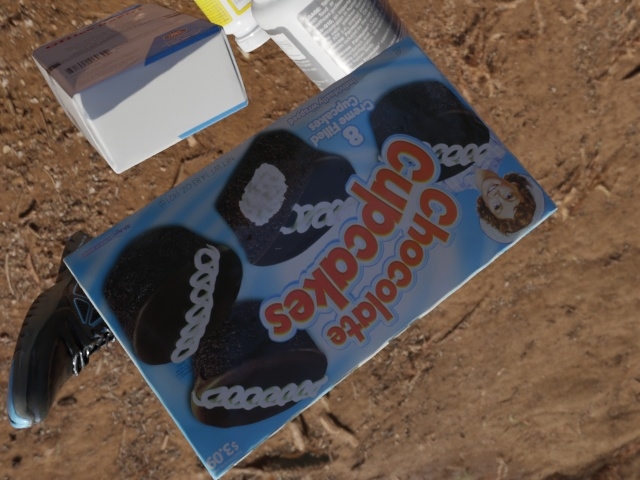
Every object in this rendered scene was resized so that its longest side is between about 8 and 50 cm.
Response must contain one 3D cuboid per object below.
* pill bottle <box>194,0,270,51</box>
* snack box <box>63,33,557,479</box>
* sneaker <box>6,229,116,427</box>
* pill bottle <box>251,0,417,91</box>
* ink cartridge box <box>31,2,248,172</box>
[{"bbox_3d":[-0.261,-0.701,1.596,0.188,0.188,0.334,-43,122,-4],"label":"pill bottle"},{"bbox_3d":[0.000,0.000,0.448,0.322,0.187,0.060,-36,172,-13],"label":"snack box"},{"bbox_3d":[-0.357,0.123,0.868,0.140,0.341,0.125,20,133,-15],"label":"sneaker"},{"bbox_3d":[0.005,-0.420,1.059,0.204,0.204,0.361,-49,128,3],"label":"pill bottle"},{"bbox_3d":[-0.178,-0.158,0.555,0.139,0.191,0.082,-32,128,-17],"label":"ink cartridge box"}]
